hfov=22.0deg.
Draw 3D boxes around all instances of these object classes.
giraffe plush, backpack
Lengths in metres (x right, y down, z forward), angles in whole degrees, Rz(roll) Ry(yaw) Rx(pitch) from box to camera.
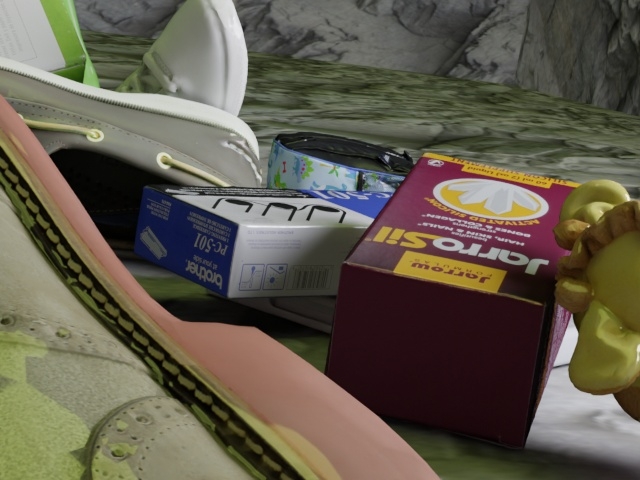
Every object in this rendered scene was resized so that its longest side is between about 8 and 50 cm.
[{"bbox_3d":[0.197,0.035,0.767,0.171,0.210,0.181,-7,10,8],"label":"giraffe plush"},{"bbox_3d":[0.015,-0.034,1.241,0.114,0.084,0.105,12,8,-13],"label":"backpack"}]

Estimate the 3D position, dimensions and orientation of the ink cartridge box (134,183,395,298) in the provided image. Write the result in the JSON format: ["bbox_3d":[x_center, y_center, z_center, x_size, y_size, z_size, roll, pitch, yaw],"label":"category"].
[{"bbox_3d":[0.000,0.000,1.001,0.207,0.046,0.097,1,15,-40],"label":"ink cartridge box"}]

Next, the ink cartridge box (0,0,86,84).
[{"bbox_3d":[-0.317,-0.149,1.155,0.255,0.188,0.097,-18,-18,-18],"label":"ink cartridge box"}]

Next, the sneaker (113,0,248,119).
[{"bbox_3d":[-0.124,-0.084,1.138,0.094,0.212,0.080,-3,49,-36],"label":"sneaker"}]

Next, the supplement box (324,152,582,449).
[{"bbox_3d":[0.078,0.025,0.868,0.104,0.080,0.188,12,22,12],"label":"supplement box"}]

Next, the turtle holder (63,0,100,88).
[{"bbox_3d":[-0.298,-0.159,1.350,0.227,0.320,0.243,-17,-16,-20],"label":"turtle holder"}]

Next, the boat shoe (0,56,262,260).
[{"bbox_3d":[-0.183,-0.047,1.060,0.305,0.109,0.091,7,38,-16],"label":"boat shoe"}]

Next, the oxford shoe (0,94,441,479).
[{"bbox_3d":[-0.137,0.035,0.435,0.397,0.140,0.146,28,24,34],"label":"oxford shoe"}]

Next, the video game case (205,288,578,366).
[{"bbox_3d":[0.076,0.041,1.051,0.206,0.026,0.227,17,13,36],"label":"video game case"}]
